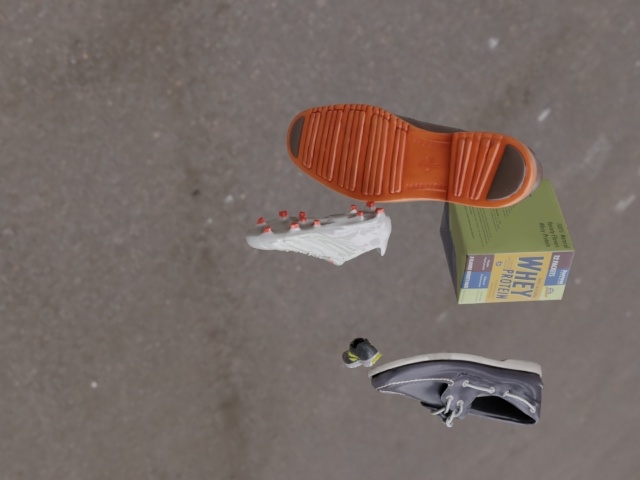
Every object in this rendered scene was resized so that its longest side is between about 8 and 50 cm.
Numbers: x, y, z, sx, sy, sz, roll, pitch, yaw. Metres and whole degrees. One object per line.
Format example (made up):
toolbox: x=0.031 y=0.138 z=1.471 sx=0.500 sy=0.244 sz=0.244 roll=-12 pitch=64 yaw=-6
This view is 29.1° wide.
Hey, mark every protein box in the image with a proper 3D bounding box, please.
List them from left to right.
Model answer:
protein box: x=0.347 y=0.000 z=2.322 sx=0.201 sy=0.200 sz=0.136 roll=-2 pitch=135 yaw=-7

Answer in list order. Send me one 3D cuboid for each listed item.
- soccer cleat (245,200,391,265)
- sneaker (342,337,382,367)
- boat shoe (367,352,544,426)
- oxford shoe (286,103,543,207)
soccer cleat: x=0.000 y=0.000 z=1.598 sx=0.196 sy=0.068 sz=0.076 roll=-8 pitch=113 yaw=-16
sneaker: x=0.048 y=0.136 z=1.536 sx=0.031 sy=0.035 sz=0.083 roll=-35 pitch=-171 yaw=-25
boat shoe: x=0.141 y=0.153 z=1.236 sx=0.206 sy=0.065 sz=0.075 roll=6 pitch=159 yaw=-30
oxford shoe: x=0.128 y=-0.108 z=1.706 sx=0.132 sy=0.363 sz=0.130 roll=-2 pitch=105 yaw=-68
